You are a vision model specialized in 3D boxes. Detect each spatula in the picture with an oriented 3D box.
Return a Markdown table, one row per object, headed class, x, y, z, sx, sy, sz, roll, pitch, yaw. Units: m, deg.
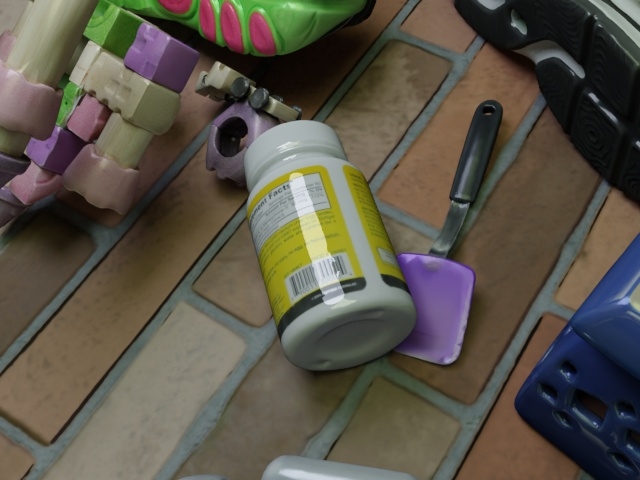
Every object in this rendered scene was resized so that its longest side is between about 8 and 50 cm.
| class | x | y | z | sx | sy | sz | roll | pitch | yaw |
| --- | --- | --- | --- | --- | --- | --- | --- | --- | --- |
| spatula | 0.129 | -0.024 | 0.746 | 0.084 | 0.030 | 0.297 | 12 | 60 | 20 |

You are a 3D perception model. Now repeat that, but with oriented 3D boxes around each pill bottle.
| class | x | y | z | sx | sy | sz | roll | pitch | yaw |
| --- | --- | --- | --- | --- | --- | --- | --- | --- | --- |
| pill bottle | 0.000 | 0.000 | 0.693 | 0.119 | 0.119 | 0.209 | -15 | 58 | -4 |

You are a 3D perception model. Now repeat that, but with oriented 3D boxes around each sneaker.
| class | x | y | z | sx | sy | sz | roll | pitch | yaw |
| --- | --- | --- | --- | --- | --- | --- | --- | --- | --- |
| sneaker | 0.335 | -0.238 | 0.777 | 0.257 | 0.169 | 0.448 | -25 | 57 | -7 |
| sneaker | -0.128 | -0.343 | 0.916 | 0.202 | 0.185 | 0.482 | -17 | 45 | -44 |

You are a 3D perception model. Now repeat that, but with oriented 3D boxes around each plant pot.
| class | x | y | z | sx | sy | sz | roll | pitch | yaw |
| --- | --- | --- | --- | --- | --- | --- | --- | --- | --- |
| plant pot | 0.308 | 0.079 | 0.559 | 0.236 | 0.212 | 0.236 | 37 | 69 | 24 |

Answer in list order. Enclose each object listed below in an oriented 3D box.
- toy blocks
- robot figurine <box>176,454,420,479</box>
| class | x | y | z | sx | sy | sz | roll | pitch | yaw |
| --- | --- | --- | --- | --- | --- | --- | --- | --- | --- |
| toy blocks | -0.249 | -0.110 | 0.761 | 0.288 | 0.309 | 0.260 | 35 | 100 | 36 |
| robot figurine | -0.009 | 0.263 | 0.483 | 0.353 | 0.200 | 0.300 | 7 | 32 | 10 |
